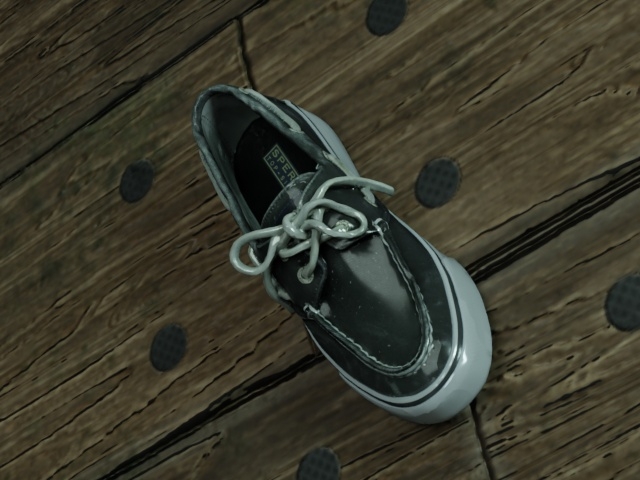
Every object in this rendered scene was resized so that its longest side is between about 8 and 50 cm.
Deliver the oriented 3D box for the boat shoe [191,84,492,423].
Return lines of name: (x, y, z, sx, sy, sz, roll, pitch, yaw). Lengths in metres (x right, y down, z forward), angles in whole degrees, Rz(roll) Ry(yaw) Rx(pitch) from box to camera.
boat shoe: (0.003, -0.003, 1.232, 0.113, 0.105, 0.306, -44, 49, 17)
